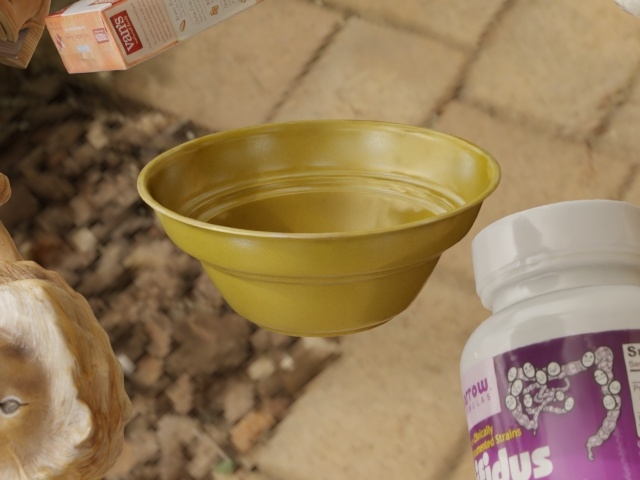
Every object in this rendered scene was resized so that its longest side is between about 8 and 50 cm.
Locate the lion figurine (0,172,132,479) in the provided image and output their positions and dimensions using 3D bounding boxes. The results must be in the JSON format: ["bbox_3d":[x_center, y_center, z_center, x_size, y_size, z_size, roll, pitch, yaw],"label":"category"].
[{"bbox_3d":[-0.257,0.114,1.154,0.392,0.142,0.240,-45,59,43],"label":"lion figurine"}]

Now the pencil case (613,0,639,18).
[{"bbox_3d":[0.339,-0.147,1.065,0.160,0.410,0.184,-19,61,51],"label":"pencil case"}]

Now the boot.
[{"bbox_3d":[-0.328,-0.280,1.931,0.073,0.197,0.152,15,81,3],"label":"boot"}]

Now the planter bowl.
[{"bbox_3d":[0.000,0.000,1.107,0.217,0.090,0.217,-1,20,0],"label":"planter bowl"}]

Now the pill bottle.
[{"bbox_3d":[0.183,0.133,1.223,0.169,0.169,0.302,-15,69,20],"label":"pill bottle"}]

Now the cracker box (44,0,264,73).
[{"bbox_3d":[-0.135,-0.240,1.787,0.232,0.067,0.155,-30,17,-24],"label":"cracker box"}]
